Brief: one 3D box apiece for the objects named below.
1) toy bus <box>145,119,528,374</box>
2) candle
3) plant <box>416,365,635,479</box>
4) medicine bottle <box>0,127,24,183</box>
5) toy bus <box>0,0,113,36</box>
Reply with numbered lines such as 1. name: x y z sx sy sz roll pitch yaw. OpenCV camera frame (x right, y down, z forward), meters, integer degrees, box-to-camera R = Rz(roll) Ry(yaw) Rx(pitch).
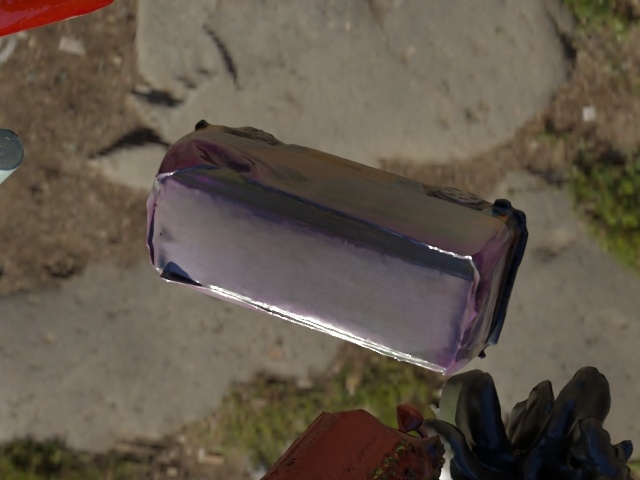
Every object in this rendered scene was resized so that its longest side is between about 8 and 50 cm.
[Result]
1. toy bus: 0.000 0.000 1.806 0.386 0.162 0.171 18 104 13
2. candle: -0.002 0.099 0.630 0.052 0.130 0.052 24 135 27
3. plant: 0.138 0.230 1.269 0.188 0.276 0.199 -8 171 3
4. medicine bottle: -0.329 -0.079 1.794 0.047 0.047 0.083 28 153 -19
5. toy bus: -0.215 -0.185 1.241 0.174 0.077 0.079 -18 138 -21
